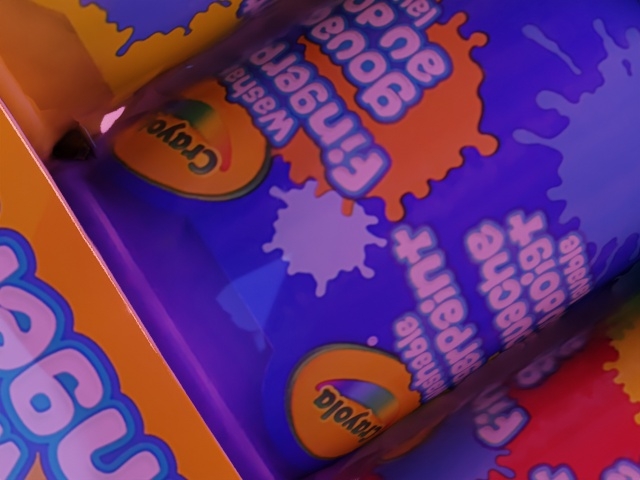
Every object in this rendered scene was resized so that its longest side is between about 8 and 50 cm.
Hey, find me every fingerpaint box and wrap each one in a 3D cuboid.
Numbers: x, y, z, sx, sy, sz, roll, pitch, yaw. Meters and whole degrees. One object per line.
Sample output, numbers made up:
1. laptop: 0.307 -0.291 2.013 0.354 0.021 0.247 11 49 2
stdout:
1. fingerpaint box: 0.000 0.000 0.604 0.371 0.163 0.445 -32 103 -5
